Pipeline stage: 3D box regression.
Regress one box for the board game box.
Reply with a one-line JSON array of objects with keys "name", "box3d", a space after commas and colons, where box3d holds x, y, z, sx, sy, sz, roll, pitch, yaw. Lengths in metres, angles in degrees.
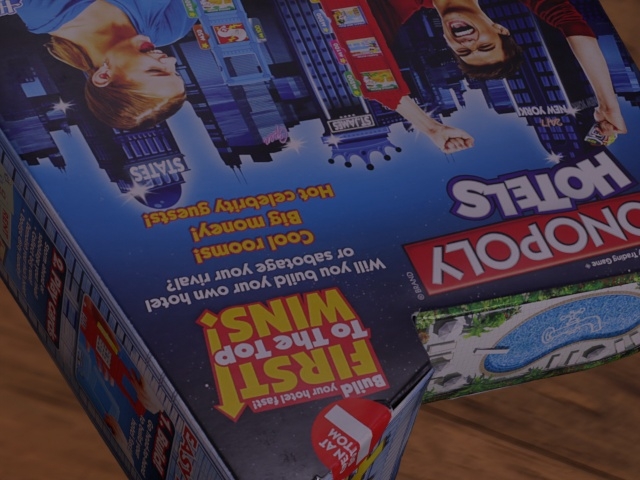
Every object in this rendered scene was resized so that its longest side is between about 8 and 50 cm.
[{"name": "board game box", "box3d": [0.000, 0.000, 0.526, 0.194, 0.194, 0.060, -10, 145, -18]}]
